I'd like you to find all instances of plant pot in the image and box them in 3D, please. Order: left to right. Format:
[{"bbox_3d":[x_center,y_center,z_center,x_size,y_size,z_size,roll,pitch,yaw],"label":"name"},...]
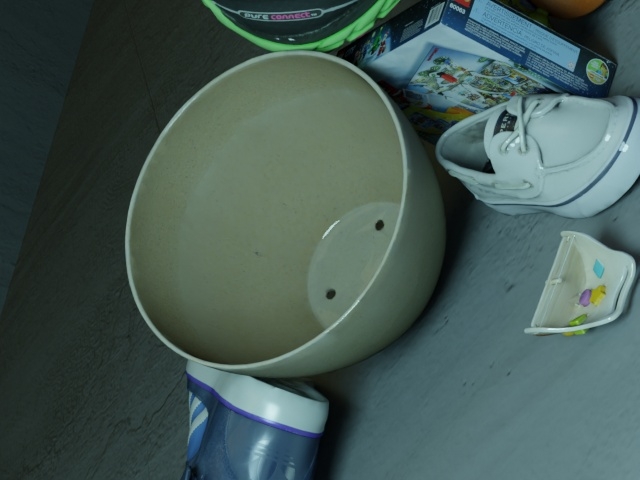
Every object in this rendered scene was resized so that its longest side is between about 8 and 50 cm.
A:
[{"bbox_3d":[0.000,0.000,1.667,0.284,0.191,0.284,-14,64,30],"label":"plant pot"}]

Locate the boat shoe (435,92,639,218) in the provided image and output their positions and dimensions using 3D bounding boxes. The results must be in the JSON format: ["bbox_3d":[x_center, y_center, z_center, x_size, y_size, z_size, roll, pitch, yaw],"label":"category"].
[{"bbox_3d":[0.174,-0.078,1.517,0.096,0.088,0.267,-66,18,-8],"label":"boat shoe"}]

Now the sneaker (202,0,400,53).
[{"bbox_3d":[0.067,-0.350,1.548,0.483,0.202,0.185,-50,54,17],"label":"sneaker"}]

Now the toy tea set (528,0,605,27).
[{"bbox_3d":[0.260,-0.330,1.603,0.336,0.124,0.200,-34,59,27],"label":"toy tea set"}]

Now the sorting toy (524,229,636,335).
[{"bbox_3d":[0.197,0.037,1.377,0.075,0.045,0.083,-6,58,61],"label":"sorting toy"}]

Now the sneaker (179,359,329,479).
[{"bbox_3d":[-0.087,0.230,1.755,0.323,0.130,0.236,-165,93,-79],"label":"sneaker"}]

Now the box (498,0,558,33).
[{"bbox_3d":[0.171,-0.193,1.735,0.054,0.059,0.169,-57,19,16],"label":"box"}]

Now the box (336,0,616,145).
[{"bbox_3d":[0.122,-0.139,1.631,0.233,0.159,0.044,-21,47,64],"label":"box"}]
